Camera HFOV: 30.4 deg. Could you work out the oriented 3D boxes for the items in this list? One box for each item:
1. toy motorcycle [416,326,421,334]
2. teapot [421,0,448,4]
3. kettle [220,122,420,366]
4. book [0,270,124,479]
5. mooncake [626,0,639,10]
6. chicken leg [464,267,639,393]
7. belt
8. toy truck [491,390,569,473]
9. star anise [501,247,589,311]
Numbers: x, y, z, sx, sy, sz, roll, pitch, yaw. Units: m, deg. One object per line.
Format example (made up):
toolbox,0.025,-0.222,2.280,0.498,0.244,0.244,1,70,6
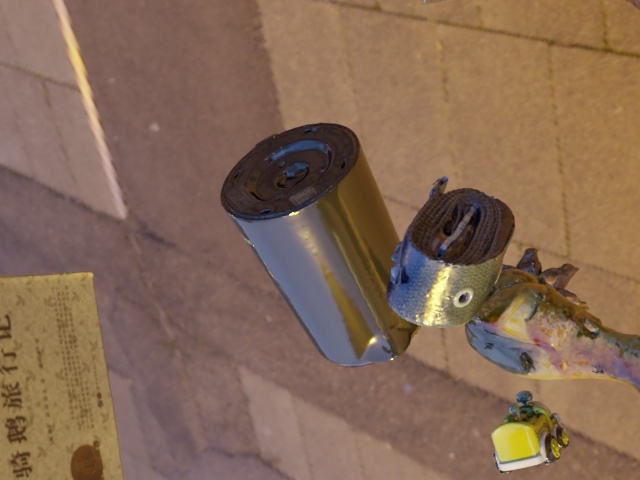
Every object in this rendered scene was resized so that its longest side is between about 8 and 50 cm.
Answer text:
toy motorcycle,0.107,0.045,2.222,0.143,0.188,0.327,-6,146,40
teapot,0.110,-0.238,0.830,0.087,0.096,0.177,100,162,-51
kettle,-0.007,0.010,1.673,0.262,0.203,0.308,11,140,42
book,-0.289,0.137,0.983,0.021,0.310,0.217,-12,84,33
mooncake,0.577,-0.420,1.630,0.324,0.324,0.187,31,139,36
chicken leg,0.376,0.149,1.722,0.429,0.153,0.201,18,164,45
belt,0.150,0.029,1.388,0.122,0.218,0.128,22,118,11
toy truck,0.241,0.221,1.379,0.076,0.111,0.077,-20,94,28
star anise,0.405,0.127,2.310,0.223,0.236,0.109,26,174,15
